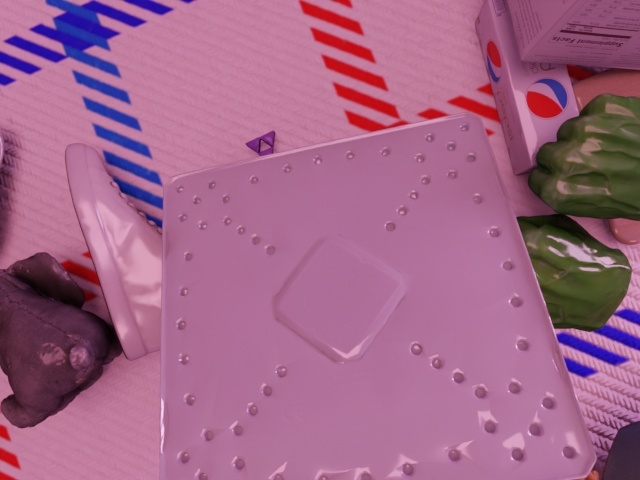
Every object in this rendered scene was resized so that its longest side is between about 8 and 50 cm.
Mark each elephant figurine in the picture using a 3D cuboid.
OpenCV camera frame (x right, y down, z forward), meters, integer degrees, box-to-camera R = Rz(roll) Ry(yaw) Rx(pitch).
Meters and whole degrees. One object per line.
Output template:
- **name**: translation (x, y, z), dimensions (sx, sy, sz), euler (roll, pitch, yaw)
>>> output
- **elephant figurine**: translation (-0.378, 0.096, 0.607), dimensions (0.186, 0.169, 0.239), euler (-45, 89, 8)

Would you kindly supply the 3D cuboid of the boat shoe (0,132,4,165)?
- **boat shoe**: translation (-0.483, -0.054, 0.675), dimensions (0.078, 0.070, 0.219), euler (17, 82, -38)

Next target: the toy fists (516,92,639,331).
- **toy fists**: translation (0.284, -0.023, 0.555), dimensions (0.143, 0.096, 0.279), euler (12, 117, -10)

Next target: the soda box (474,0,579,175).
- **soda box**: translation (0.256, -0.195, 0.610), dimensions (0.069, 0.074, 0.215), euler (-13, 87, 4)

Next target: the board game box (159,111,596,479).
- **board game box**: translation (0.022, 0.067, 0.532), dimensions (0.391, 0.050, 0.389), euler (-11, 64, 6)

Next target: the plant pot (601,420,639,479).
- **plant pot**: translation (0.404, 0.293, 0.503), dimensions (0.196, 0.290, 0.289), euler (10, 89, 40)

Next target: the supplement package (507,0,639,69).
- **supplement package**: translation (0.312, -0.334, 0.520), dimensions (0.204, 0.145, 0.261), euler (-2, 73, -14)

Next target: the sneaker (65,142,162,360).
- **sneaker**: translation (-0.241, 0.000, 0.649), dimensions (0.123, 0.106, 0.289), euler (-20, 83, -21)

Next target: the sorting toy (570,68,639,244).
- **sorting toy**: translation (0.417, -0.121, 0.599), dimensions (0.193, 0.038, 0.208), euler (-21, 94, 0)

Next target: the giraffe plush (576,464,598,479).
- **giraffe plush**: translation (0.214, 0.257, 0.527), dimensions (0.211, 0.170, 0.181), euler (-20, 64, 1)

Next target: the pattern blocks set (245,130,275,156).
- **pattern blocks set**: translation (0.000, 0.000, 0.649), dimensions (0.285, 0.026, 0.324), euler (-41, 85, 3)
